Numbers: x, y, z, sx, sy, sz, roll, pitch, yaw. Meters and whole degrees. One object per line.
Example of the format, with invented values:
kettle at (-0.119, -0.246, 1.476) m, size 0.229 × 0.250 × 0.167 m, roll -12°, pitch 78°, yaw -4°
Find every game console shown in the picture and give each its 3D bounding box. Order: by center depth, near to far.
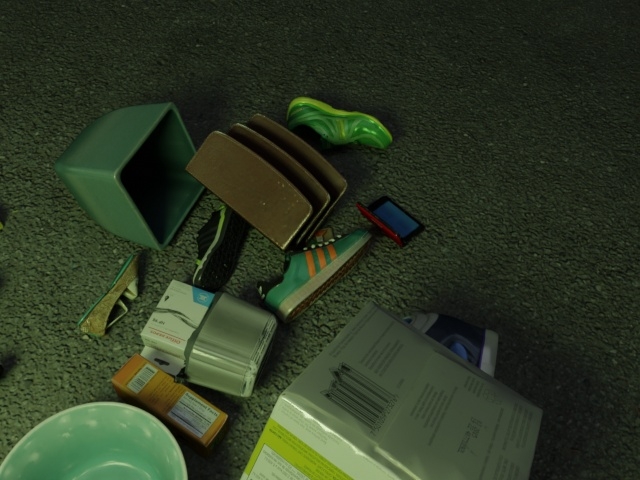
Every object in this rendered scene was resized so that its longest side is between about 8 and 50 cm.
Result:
game console at (0.173, -0.060, 1.473) m, size 0.144 × 0.124 × 0.085 m, roll 41°, pitch 88°, yaw 22°

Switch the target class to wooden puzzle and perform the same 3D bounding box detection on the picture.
wooden puzzle at (0.000, 0.000, 1.454) m, size 0.079 × 0.014 × 0.116 m, roll -12°, pitch 56°, yaw -13°

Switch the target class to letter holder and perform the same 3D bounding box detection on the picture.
letter holder at (-0.114, -0.150, 1.384) m, size 0.302 × 0.152 × 0.214 m, roll 39°, pitch 99°, yaw 11°

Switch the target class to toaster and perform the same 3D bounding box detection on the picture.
toaster at (-0.179, 0.214, 1.201) m, size 0.146 × 0.129 × 0.227 m, roll 18°, pitch 37°, yaw 4°

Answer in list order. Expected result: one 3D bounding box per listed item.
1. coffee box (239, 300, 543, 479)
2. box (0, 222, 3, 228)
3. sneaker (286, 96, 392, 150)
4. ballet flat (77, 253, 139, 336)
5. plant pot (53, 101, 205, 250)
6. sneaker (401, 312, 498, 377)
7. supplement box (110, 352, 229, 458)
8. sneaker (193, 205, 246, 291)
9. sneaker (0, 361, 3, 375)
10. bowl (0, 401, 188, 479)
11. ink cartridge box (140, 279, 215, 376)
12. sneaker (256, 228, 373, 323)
coffee box at (0.096, 0.367, 0.945) m, size 0.338 × 0.334 × 0.337 m, roll 31°, pitch 28°, yaw 15°
box at (-0.842, 0.006, 1.346) m, size 0.087 × 0.058 × 0.232 m, roll 31°, pitch 59°, yaw 16°
sneaker at (0.048, -0.291, 1.626) m, size 0.296 × 0.109 × 0.123 m, roll 16°, pitch 78°, yaw 4°
ballet flat at (-0.440, 0.123, 1.306) m, size 0.067 × 0.073 × 0.206 m, roll 37°, pitch 58°, yaw -13°
plant pot at (-0.456, -0.159, 1.393) m, size 0.252 × 0.247 × 0.248 m, roll 9°, pitch 53°, yaw 22°
sneaker at (0.217, 0.296, 1.210) m, size 0.236 × 0.130 × 0.322 m, roll 12°, pitch 59°, yaw 15°
supplement box at (-0.289, 0.319, 1.165) m, size 0.233 × 0.078 × 0.080 m, roll 32°, pitch 56°, yaw 16°
sneaker at (-0.249, 0.019, 1.396) m, size 0.097 × 0.084 × 0.234 m, roll -3°, pitch 51°, yaw 32°
sneaker at (-0.670, 0.333, 1.126) m, size 0.217 × 0.079 × 0.121 m, roll -40°, pitch 70°, yaw -19°
bowl at (-0.372, 0.448, 1.013) m, size 0.312 × 0.163 × 0.311 m, roll 2°, pitch 55°, yaw -3°
ink cartridge box at (-0.304, 0.183, 1.268) m, size 0.104 × 0.060 × 0.180 m, roll 18°, pitch 55°, yaw 7°
sneaker at (-0.011, 0.050, 1.360) m, size 0.302 × 0.108 × 0.121 m, roll -38°, pitch 70°, yaw -26°
